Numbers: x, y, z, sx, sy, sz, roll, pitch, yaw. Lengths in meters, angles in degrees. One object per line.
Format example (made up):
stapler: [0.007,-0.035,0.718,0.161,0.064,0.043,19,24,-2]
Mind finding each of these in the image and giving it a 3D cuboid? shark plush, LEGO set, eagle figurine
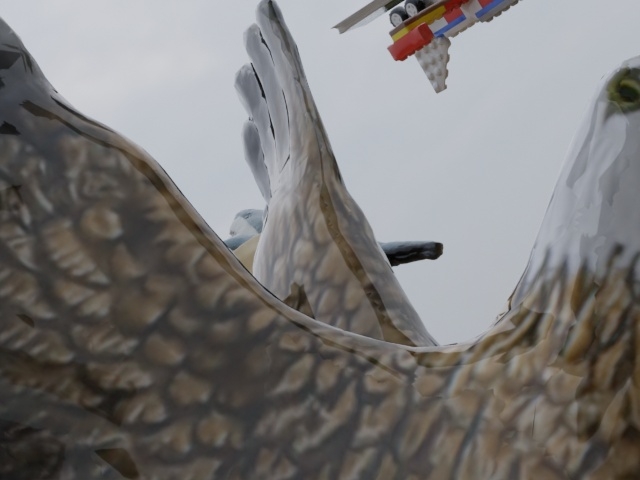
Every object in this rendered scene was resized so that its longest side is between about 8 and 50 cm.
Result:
shark plush: [0.000,0.000,1.172,0.161,0.073,0.067,-12,37,40]
LEGO set: [0.109,-0.135,0.852,0.182,0.060,0.244,-31,3,13]
eagle figurine: [0.015,0.046,0.346,0.225,0.298,0.226,-46,-46,-32]

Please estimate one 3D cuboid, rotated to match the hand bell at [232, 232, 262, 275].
hand bell: [0.021,0.085,0.988,0.126,0.126,0.242,-37,25,-4]
